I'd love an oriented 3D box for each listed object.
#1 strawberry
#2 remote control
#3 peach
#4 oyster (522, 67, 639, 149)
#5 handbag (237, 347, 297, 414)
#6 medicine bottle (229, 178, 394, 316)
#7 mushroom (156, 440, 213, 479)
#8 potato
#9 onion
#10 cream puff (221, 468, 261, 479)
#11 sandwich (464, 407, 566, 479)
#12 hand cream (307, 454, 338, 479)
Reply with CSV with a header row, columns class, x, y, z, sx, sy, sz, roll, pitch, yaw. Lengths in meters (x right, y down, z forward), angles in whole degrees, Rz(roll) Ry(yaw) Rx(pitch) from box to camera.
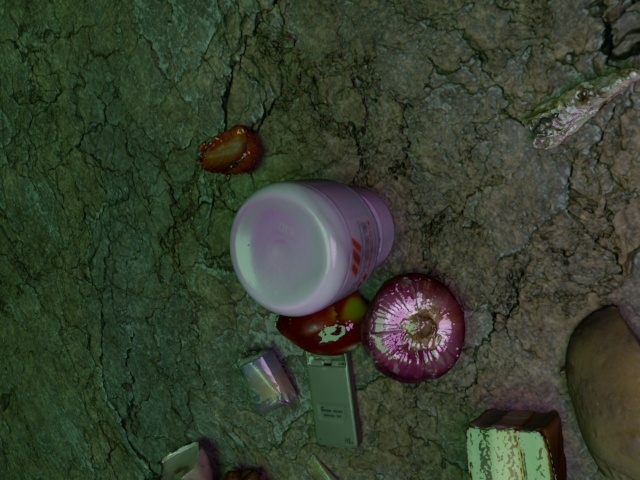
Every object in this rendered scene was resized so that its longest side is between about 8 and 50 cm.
class,x,y,z,sx,sy,sz,roll,pitch,yaw
strawberry,-0.226,-0.222,1.271,0.188,0.082,0.121,0,79,38
remote control,0.031,0.371,1.249,0.123,0.038,0.285,-8,92,28
peach,-0.012,0.187,1.207,0.279,0.068,0.189,-14,76,27
oyster,0.455,-0.245,0.892,0.106,0.061,0.200,46,117,16
handbag,-0.151,0.359,1.313,0.117,0.095,0.173,-28,88,26
medicine bottle,0.000,0.000,1.035,0.256,0.325,0.256,4,99,28
mushroom,-0.364,0.710,1.457,0.162,0.236,0.173,-40,103,-7
potato,0.510,0.281,0.877,0.211,0.189,0.264,-36,80,29
onion,0.189,0.185,1.069,0.230,0.163,0.230,1,84,-10
cream puff,-0.208,0.777,1.387,0.241,0.155,0.269,-48,69,21
sandwich,0.389,0.455,0.967,0.155,0.198,0.227,-7,81,31
hand cream,0.010,0.606,1.308,0.102,0.022,0.035,36,114,25
